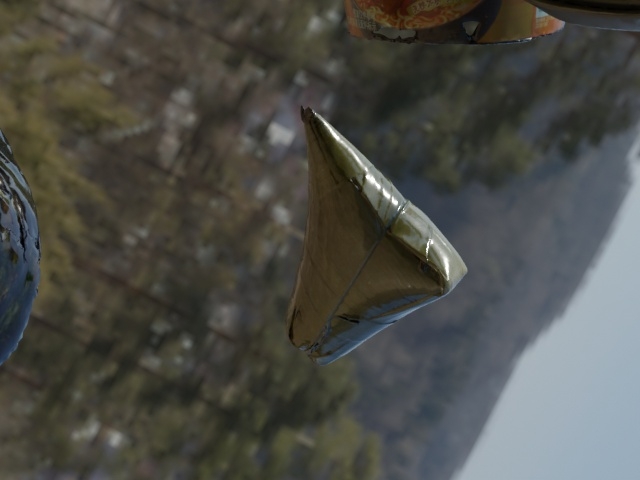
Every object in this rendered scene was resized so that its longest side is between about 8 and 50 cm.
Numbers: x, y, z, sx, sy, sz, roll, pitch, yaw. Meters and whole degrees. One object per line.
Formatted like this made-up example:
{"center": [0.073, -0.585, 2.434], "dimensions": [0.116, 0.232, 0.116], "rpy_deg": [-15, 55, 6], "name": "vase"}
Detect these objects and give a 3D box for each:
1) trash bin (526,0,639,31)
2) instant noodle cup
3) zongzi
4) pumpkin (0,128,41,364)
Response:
{"center": [0.144, -0.282, 1.197], "dimensions": [0.219, 0.250, 0.219], "rpy_deg": [7, -109, 58], "name": "trash bin"}
{"center": [0.104, -0.254, 1.511], "dimensions": [0.230, 0.230, 0.182], "rpy_deg": [-56, 145, -71], "name": "instant noodle cup"}
{"center": [0.000, 0.000, 2.094], "dimensions": [0.228, 0.256, 0.115], "rpy_deg": [-34, -164, 37], "name": "zongzi"}
{"center": [-0.336, -0.031, 1.327], "dimensions": [0.192, 0.320, 0.320], "rpy_deg": [-56, 180, 16], "name": "pumpkin"}
